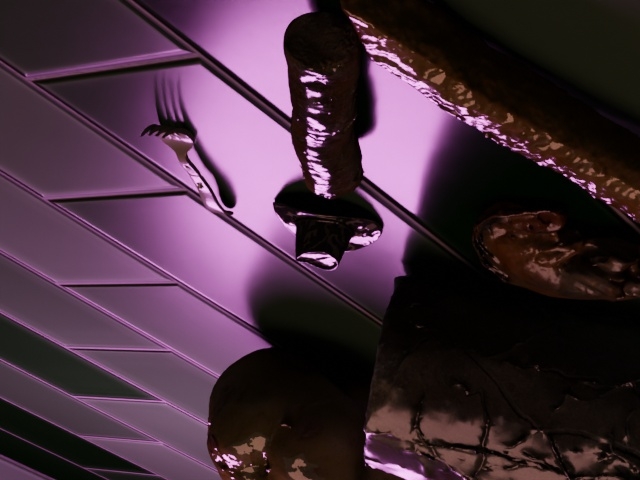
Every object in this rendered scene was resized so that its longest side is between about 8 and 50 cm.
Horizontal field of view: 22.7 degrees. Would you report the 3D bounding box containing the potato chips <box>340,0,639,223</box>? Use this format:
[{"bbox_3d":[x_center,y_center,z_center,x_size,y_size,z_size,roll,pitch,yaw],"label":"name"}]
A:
[{"bbox_3d":[0.172,-0.085,1.171,0.407,0.057,0.080,28,163,-22],"label":"potato chips"}]

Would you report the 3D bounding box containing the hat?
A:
[{"bbox_3d":[0.000,0.000,1.556,0.121,0.050,0.121,15,163,5],"label":"hat"}]

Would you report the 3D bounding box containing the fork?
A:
[{"bbox_3d":[-0.117,-0.067,1.518,0.034,0.028,0.219,1,161,17],"label":"fork"}]

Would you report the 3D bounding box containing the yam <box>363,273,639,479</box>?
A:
[{"bbox_3d":[0.215,0.172,1.598,0.348,0.241,0.241,16,160,10],"label":"yam"}]

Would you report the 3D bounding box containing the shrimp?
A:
[{"bbox_3d":[0.256,0.020,1.396,0.262,0.066,0.117,2,156,26],"label":"shrimp"}]

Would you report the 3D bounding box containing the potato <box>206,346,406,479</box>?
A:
[{"bbox_3d":[0.004,0.263,2.035,0.218,0.203,0.351,14,171,43],"label":"potato"}]

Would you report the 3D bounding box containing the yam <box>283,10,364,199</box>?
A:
[{"bbox_3d":[0.004,-0.102,1.273,0.061,0.061,0.253,13,161,7],"label":"yam"}]
